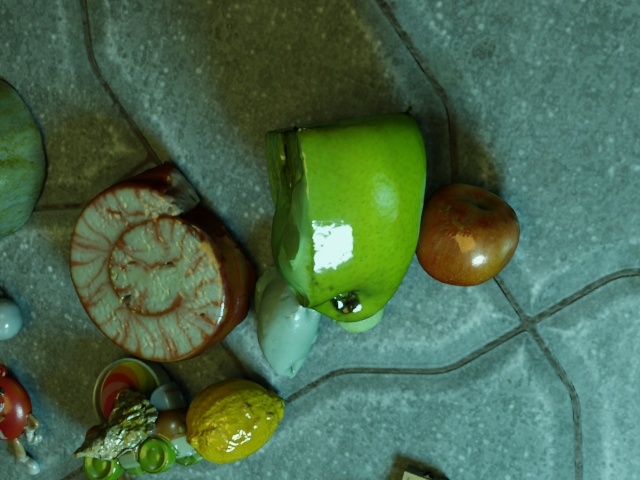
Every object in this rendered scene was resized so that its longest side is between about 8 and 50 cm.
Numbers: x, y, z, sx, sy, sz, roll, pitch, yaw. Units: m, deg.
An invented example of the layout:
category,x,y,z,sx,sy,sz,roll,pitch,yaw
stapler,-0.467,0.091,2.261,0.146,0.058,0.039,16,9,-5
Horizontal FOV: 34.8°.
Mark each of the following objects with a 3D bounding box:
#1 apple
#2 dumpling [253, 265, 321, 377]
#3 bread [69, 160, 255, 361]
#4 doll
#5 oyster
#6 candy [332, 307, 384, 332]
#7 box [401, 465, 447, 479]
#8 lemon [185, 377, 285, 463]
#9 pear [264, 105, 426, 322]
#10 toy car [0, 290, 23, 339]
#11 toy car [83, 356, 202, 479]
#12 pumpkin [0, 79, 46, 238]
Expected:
category,x,y,z,sx,sy,sz,roll,pitch,yaw
apple,0.219,-0.006,1.557,0.163,0.163,0.139,26,120,13
dumpling,-0.056,0.130,1.730,0.105,0.149,0.216,1,123,-10
bread,-0.282,0.053,1.777,0.295,0.114,0.327,-43,85,24
doll,-0.617,0.348,1.991,0.183,0.085,0.217,18,117,17
oyster,-0.351,0.324,1.785,0.146,0.121,0.045,-14,134,20
candy,0.000,0.000,1.692,0.093,0.092,0.335,-39,78,43
box,0.172,0.435,1.736,0.079,0.035,0.083,18,98,16
lemon,-0.149,0.309,1.772,0.187,0.142,0.142,-20,97,-19
pear,0.043,-0.033,1.524,0.238,0.342,0.318,-6,98,-10
toy car,-0.620,0.146,1.925,0.112,0.139,0.112,10,84,-1
toy car,-0.328,0.318,1.859,0.235,0.145,0.235,-2,85,23
pumpkin,-0.685,-0.140,1.843,0.332,0.199,0.332,3,101,18
